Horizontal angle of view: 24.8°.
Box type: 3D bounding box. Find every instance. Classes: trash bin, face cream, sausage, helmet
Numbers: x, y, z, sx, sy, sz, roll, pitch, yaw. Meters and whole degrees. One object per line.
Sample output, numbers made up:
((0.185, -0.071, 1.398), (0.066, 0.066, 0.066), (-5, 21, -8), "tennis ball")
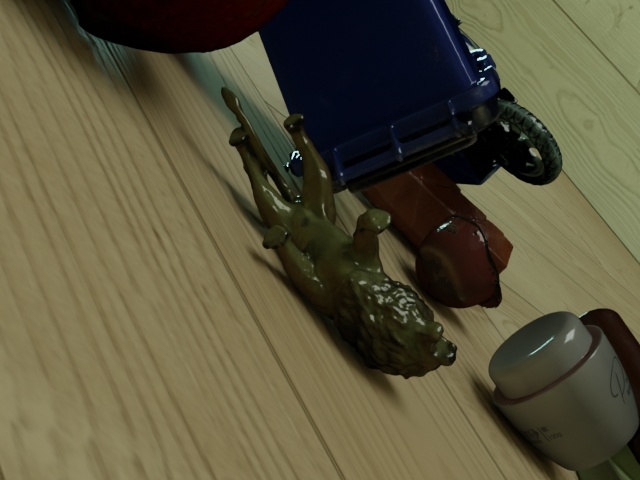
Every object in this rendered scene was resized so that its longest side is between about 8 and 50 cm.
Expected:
((0.020, -0.163, 1.029), (0.184, 0.162, 0.234), (-78, 145, -74), "trash bin")
((0.171, 0.106, 1.019), (0.095, 0.091, 0.091), (54, 11, -11), "face cream")
((0.084, -0.032, 1.202), (0.169, 0.065, 0.065), (44, 13, -14), "sausage")
((0.102, 0.027, 1.117), (0.065, 0.049, 0.084), (9, -55, 53), "helmet")

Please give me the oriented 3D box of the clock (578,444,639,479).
((0.281, 0.242, 1.110), (0.235, 0.029, 0.235), (45, 13, -13), "clock")

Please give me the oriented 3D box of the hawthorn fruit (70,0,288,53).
((-0.066, -0.243, 0.853), (0.230, 0.266, 0.210), (55, 6, -9), "hawthorn fruit")

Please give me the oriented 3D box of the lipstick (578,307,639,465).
((0.282, 0.184, 1.100), (0.057, 0.057, 0.356), (38, 17, -38), "lipstick")

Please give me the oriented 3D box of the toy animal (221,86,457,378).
((-0.003, -0.009, 0.841), (0.220, 0.069, 0.086), (58, -7, 19), "toy animal")

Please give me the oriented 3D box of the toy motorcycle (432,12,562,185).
((0.088, -0.120, 1.256), (0.169, 0.113, 0.315), (54, -18, -20), "toy motorcycle")
